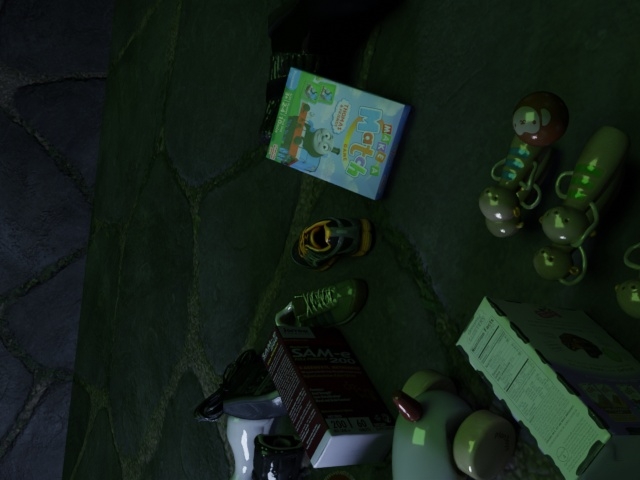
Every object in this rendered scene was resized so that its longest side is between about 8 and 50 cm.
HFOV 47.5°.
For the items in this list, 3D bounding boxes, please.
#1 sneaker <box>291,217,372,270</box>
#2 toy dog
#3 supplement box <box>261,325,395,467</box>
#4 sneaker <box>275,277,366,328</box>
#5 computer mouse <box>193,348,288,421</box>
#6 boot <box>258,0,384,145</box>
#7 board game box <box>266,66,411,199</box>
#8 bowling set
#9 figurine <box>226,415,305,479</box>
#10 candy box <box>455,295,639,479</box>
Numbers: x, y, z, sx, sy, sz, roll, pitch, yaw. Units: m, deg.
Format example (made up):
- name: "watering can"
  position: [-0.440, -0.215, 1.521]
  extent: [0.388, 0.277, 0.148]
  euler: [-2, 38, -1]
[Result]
- name: "sneaker"
  position: [0.000, 0.000, 1.264]
  extent: [0.215, 0.083, 0.084]
  euler: [-24, 65, 56]
- name: "toy dog"
  position: [0.101, 0.311, 0.902]
  extent: [0.220, 0.161, 0.334]
  euler: [-10, 59, 49]
- name: "supplement box"
  position: [0.010, 0.239, 1.152]
  extent: [0.239, 0.130, 0.073]
  euler: [55, 129, 46]
- name: "sneaker"
  position: [-0.007, 0.116, 1.245]
  extent: [0.192, 0.086, 0.064]
  euler: [-37, 53, 49]
- name: "computer mouse"
  position: [-0.101, 0.275, 1.346]
  extent: [0.272, 0.072, 0.188]
  euler: [-18, 24, 48]
- name: "boot"
  position: [0.007, -0.312, 1.272]
  extent: [0.348, 0.131, 0.260]
  euler: [-18, 65, 61]
- name: "board game box"
  position: [0.026, -0.178, 1.196]
  extent: [0.211, 0.039, 0.160]
  euler: [23, 106, 20]
- name: "bowling set"
  position: [0.236, -0.050, 0.768]
  extent: [0.154, 0.199, 0.287]
  euler: [-62, 30, 0]
- name: "figurine"
  position: [-0.119, 0.441, 1.367]
  extent: [0.215, 0.092, 0.210]
  euler: [24, 108, 58]
- name: "candy box"
  position: [0.260, 0.147, 0.735]
  extent: [0.070, 0.164, 0.196]
  euler: [-65, 35, 23]
